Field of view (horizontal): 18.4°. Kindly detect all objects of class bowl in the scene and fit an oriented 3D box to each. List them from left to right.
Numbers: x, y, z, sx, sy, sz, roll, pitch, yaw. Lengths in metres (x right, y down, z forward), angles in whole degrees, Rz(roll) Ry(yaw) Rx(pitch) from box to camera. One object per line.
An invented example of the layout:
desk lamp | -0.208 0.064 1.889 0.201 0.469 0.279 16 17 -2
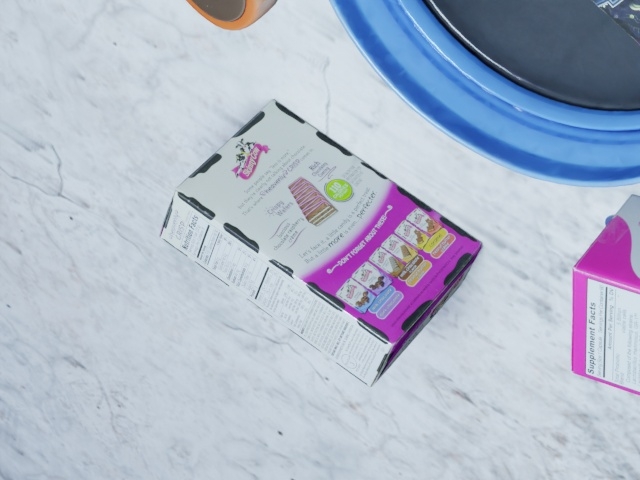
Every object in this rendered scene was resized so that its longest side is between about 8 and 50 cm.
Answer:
bowl | 0.170 -0.222 1.458 0.391 0.077 0.391 22 135 24

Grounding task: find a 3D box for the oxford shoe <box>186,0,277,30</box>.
oxford shoe | -0.121 -0.346 1.556 0.130 0.133 0.363 -15 110 57

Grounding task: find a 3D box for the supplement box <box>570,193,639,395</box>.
supplement box | 0.311 0.062 1.504 0.220 0.111 0.114 19 133 27

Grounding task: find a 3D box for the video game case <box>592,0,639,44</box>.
video game case | 0.255 -0.234 1.283 0.210 0.042 0.232 42 127 -4

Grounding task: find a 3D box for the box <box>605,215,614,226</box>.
box | 0.333 0.054 1.595 0.225 0.036 0.136 9 129 36

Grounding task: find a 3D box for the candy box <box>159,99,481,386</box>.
candy box | 0.000 0.000 1.725 0.233 0.159 0.071 36 138 10
